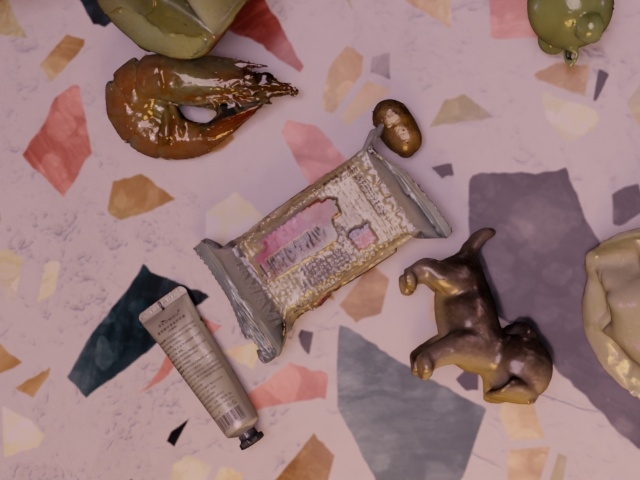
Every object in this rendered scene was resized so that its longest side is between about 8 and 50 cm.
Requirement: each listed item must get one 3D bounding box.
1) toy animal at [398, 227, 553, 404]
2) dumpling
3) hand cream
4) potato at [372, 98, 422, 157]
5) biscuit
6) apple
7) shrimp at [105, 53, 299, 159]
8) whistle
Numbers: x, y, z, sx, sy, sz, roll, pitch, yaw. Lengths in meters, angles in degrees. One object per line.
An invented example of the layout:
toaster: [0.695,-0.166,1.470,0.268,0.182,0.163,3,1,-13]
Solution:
toy animal: [0.187,0.114,1.726,0.168,0.121,0.233,-20,77,-6]
dumpling: [0.409,0.093,1.690,0.179,0.131,0.252,2,114,30]
hand cream: [-0.155,0.176,1.828,0.080,0.050,0.234,-36,80,10]
potato: [0.100,-0.147,1.770,0.051,0.040,0.083,-33,84,22]
biscuit: [0.002,0.004,1.774,0.309,0.079,0.186,-33,83,8]
apple: [-0.182,-0.341,1.757,0.207,0.174,0.188,-44,103,6]
shrimp: [-0.159,-0.183,1.811,0.267,0.061,0.145,-6,99,8]
whistle: [0.312,-0.360,1.689,0.106,0.131,0.288,1,89,-19]
